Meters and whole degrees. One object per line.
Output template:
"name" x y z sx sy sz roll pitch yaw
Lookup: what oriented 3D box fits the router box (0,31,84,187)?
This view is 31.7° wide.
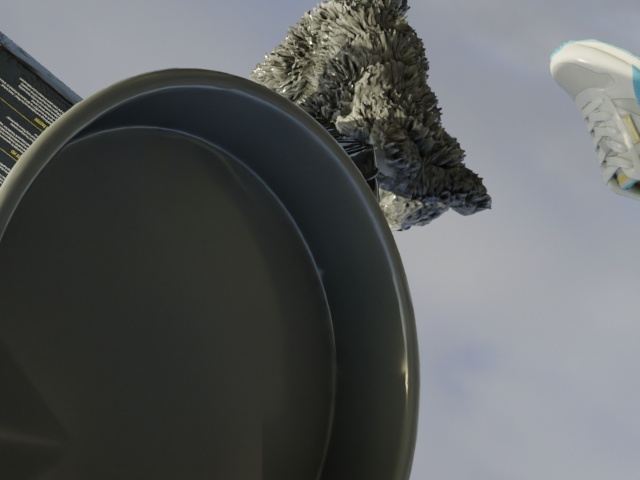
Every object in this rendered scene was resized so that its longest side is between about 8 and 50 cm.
"router box" -0.277 -0.089 1.073 0.179 0.133 0.046 41 -169 -27

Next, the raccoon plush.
"raccoon plush" 0.074 -0.213 1.276 0.216 0.447 0.299 4 -176 -30

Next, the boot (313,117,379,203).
"boot" 0.000 0.000 1.070 0.094 0.207 0.246 -14 -161 -17

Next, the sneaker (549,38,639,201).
"sneaker" 0.309 -0.105 1.116 0.229 0.087 0.092 45 -106 5

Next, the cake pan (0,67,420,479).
"cake pan" -0.059 0.066 0.545 0.293 0.054 0.293 9 -102 -47
